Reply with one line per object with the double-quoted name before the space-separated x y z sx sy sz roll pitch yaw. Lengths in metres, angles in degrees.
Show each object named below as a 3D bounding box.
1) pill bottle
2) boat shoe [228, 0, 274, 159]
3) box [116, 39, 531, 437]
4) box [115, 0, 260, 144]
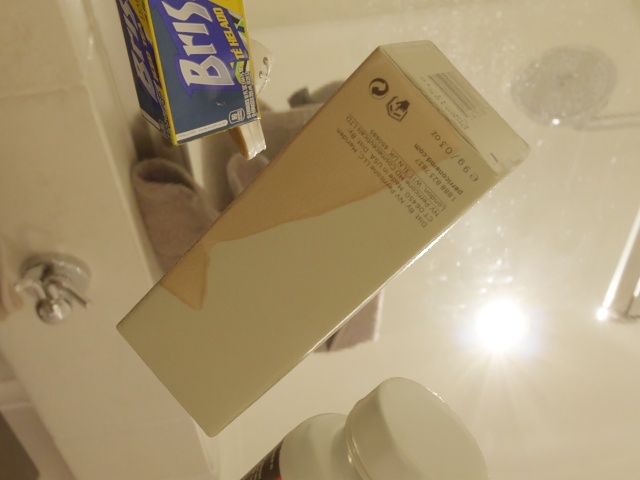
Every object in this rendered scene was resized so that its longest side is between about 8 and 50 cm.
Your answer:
"pill bottle" -0.001 0.272 0.812 0.176 0.318 0.176 35 -156 -18
"boat shoe" -0.111 -0.257 1.288 0.096 0.098 0.277 -14 -96 -14
"box" 0.000 0.000 0.684 0.121 0.311 0.148 48 -156 4
"box" -0.078 -0.140 0.462 0.054 0.169 0.059 -21 -147 -22
